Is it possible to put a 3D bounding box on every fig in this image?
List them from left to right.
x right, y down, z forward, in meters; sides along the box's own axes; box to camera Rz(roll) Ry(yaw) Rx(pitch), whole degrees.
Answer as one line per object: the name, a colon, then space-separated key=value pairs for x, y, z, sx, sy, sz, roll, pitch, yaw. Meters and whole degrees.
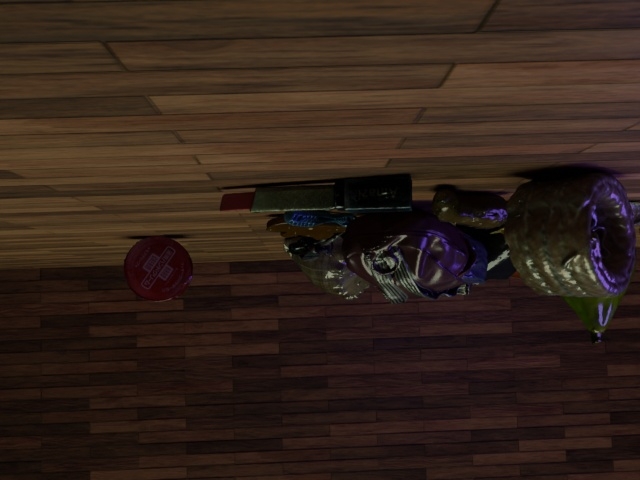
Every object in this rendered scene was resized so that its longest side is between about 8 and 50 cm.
fig: x=0.682 y=0.068 z=1.680 sx=0.233 sy=0.314 sz=0.233 roll=-28 pitch=169 yaw=-6

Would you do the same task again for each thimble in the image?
thimble: x=0.402 y=-0.006 z=1.086 sx=0.148 sy=0.195 sz=0.229 roll=-4 pitch=177 yaw=42

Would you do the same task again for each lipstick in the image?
lipstick: x=-0.014 y=-0.068 z=1.063 sx=0.312 sy=0.051 sz=0.051 roll=-1 pitch=178 yaw=11

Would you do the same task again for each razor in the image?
razor: x=0.015 y=-0.043 z=1.465 sx=0.253 sy=0.042 sz=0.082 roll=3 pitch=132 yaw=-49

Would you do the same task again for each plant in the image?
plant: x=0.407 y=0.010 z=1.624 sx=0.142 sy=0.164 sz=0.256 roll=-4 pitch=162 yaw=-25

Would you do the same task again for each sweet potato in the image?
sweet potato: x=0.264 y=-0.061 z=1.232 sx=0.233 sy=0.062 sz=0.081 roll=6 pitch=156 yaw=-43

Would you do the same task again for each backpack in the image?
backpack: x=0.193 y=0.033 z=1.478 sx=0.283 sy=0.197 sz=0.317 roll=-6 pitch=164 yaw=30

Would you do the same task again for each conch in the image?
conch: x=0.048 y=0.079 z=2.147 sx=0.353 sy=0.209 sz=0.297 roll=-5 pitch=161 yaw=13

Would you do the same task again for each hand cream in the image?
hand cream: x=-0.463 y=0.083 z=1.947 sx=0.193 sy=0.193 sz=0.125 roll=-1 pitch=177 yaw=-8

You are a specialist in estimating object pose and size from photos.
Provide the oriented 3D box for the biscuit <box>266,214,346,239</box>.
biscuit: x=-0.034 y=-0.036 z=1.552 sx=0.205 sy=0.031 sz=0.138 roll=3 pitch=163 yaw=-39

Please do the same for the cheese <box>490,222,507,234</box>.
cheese: x=0.484 y=-0.051 z=1.395 sx=0.270 sy=0.069 sz=0.177 roll=-17 pitch=172 yaw=35

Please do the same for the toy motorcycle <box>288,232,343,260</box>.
toy motorcycle: x=0.000 y=0.001 z=1.765 sx=0.123 sy=0.082 sz=0.213 roll=-8 pitch=169 yaw=-24

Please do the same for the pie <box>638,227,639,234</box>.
pie: x=1.083 y=-0.032 z=1.929 sx=0.339 sy=0.077 sz=0.339 roll=-2 pitch=172 yaw=0

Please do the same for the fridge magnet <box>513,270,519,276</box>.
fridge magnet: x=0.721 y=0.047 z=2.243 sx=0.364 sy=0.155 sz=0.363 roll=-3 pitch=175 yaw=0

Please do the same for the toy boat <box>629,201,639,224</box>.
toy boat: x=0.628 y=-0.052 z=1.475 sx=0.172 sy=0.065 sz=0.066 roll=-7 pitch=-171 yaw=0
